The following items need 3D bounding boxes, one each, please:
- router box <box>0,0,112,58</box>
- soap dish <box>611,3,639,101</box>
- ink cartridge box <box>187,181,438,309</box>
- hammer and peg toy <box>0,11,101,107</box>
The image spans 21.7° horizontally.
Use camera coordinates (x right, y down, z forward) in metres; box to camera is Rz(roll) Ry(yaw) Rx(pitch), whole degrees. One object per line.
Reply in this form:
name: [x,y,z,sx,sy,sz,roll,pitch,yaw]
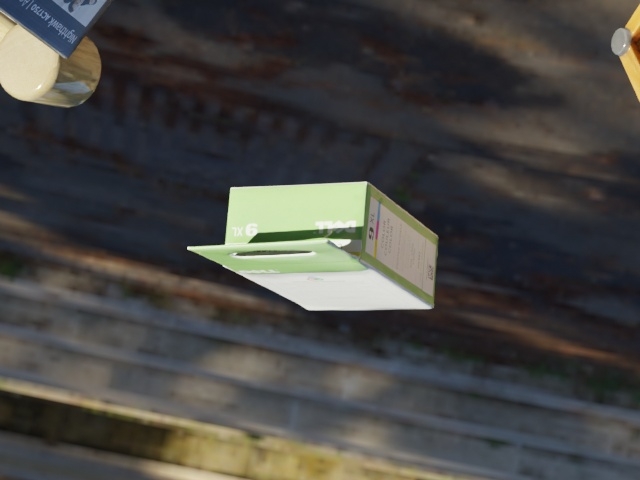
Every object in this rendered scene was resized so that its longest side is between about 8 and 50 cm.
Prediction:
router box: [-0.139,-0.181,0.828,0.046,0.133,0.179,37,180,23]
soap dish: [0.352,-0.171,1.276,0.118,0.229,0.291,8,134,-23]
ink cartridge box: [0.000,0.000,1.204,0.109,0.062,0.209,-1,166,24]
hammer and peg toy: [-0.221,-0.293,1.187,0.266,0.361,0.127,22,-171,20]
